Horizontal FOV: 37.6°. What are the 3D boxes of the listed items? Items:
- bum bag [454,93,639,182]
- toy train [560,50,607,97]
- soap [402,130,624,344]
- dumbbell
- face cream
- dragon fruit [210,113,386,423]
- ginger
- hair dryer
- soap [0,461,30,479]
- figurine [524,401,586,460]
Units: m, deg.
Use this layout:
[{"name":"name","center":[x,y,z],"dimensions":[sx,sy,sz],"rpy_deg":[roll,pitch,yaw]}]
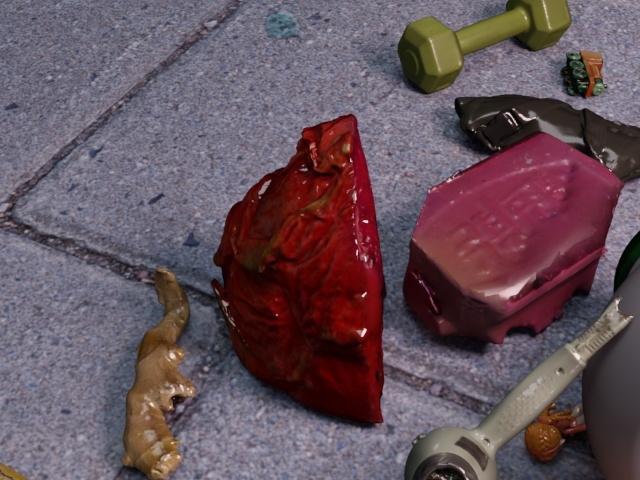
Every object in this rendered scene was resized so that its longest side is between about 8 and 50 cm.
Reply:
[{"name":"bum bag","center":[0.342,-0.158,1.387],"dimensions":[0.326,0.079,0.142],"rpy_deg":[21,46,26]},{"name":"toy train","center":[0.431,-0.271,1.528],"dimensions":[0.064,0.044,0.103],"rpy_deg":[6,43,-4]},{"name":"soap","center":[0.240,0.000,1.199],"dimensions":[0.325,0.127,0.220],"rpy_deg":[-30,47,-23]},{"name":"dumbbell","center":[0.275,-0.345,1.569],"dimensions":[0.302,0.121,0.108],"rpy_deg":[-24,75,-18]},{"name":"face cream","center":[0.395,0.108,0.918],"dimensions":[0.219,0.312,0.357],"rpy_deg":[42,25,-1]},{"name":"dragon fruit","center":[0.000,0.000,1.126],"dimensions":[0.302,0.330,0.240],"rpy_deg":[20,27,27]},{"name":"ginger","center":[-0.187,0.150,1.115],"dimensions":[0.089,0.075,0.288],"rpy_deg":[-18,45,20]},{"name":"hair dryer","center":[0.185,0.175,0.935],"dimensions":[0.267,0.229,0.092],"rpy_deg":[-40,79,-11]},{"name":"soap","center":[-0.331,0.323,0.932],"dimensions":[0.274,0.089,0.173],"rpy_deg":[22,51,26]},{"name":"figurine","center":[0.270,0.202,1.042],"dimensions":[0.109,0.047,0.064],"rpy_deg":[-25,18,-28]}]
